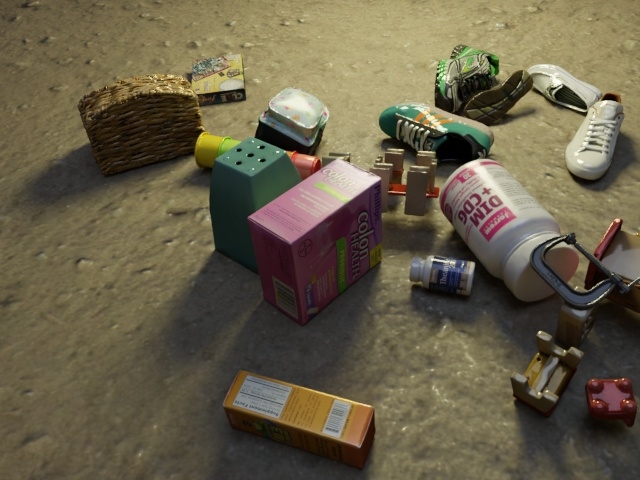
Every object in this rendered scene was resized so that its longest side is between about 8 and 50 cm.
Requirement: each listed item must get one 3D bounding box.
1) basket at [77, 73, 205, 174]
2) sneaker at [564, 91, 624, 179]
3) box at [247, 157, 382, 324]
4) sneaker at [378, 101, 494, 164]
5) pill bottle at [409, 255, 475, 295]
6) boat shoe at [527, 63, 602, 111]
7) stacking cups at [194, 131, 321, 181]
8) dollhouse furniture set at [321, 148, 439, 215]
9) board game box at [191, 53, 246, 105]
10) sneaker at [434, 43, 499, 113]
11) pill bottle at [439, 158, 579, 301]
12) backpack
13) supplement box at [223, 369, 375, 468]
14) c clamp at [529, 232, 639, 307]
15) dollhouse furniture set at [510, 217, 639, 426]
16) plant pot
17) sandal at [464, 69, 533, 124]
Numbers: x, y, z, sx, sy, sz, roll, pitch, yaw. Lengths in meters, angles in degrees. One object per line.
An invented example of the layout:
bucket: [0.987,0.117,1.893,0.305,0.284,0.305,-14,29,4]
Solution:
basket: [-0.482,-0.346,1.582,0.299,0.214,0.223,-17,44,-13]
sneaker: [0.669,-0.266,1.440,0.105,0.123,0.290,17,48,20]
box: [0.000,0.000,1.147,0.117,0.214,0.243,30,52,33]
sneaker: [0.275,-0.265,1.490,0.302,0.108,0.121,18,43,22]
pill bottle: [0.238,0.066,1.158,0.120,0.067,0.067,9,44,16]
boat shoe: [0.663,-0.425,1.644,0.075,0.083,0.226,-34,50,-30]
stacking cups: [-0.153,-0.208,1.486,0.316,0.096,0.096,9,44,15]
dollhouse furniture set: [0.132,-0.117,1.311,0.259,0.135,0.262,6,18,12]
board game box: [-0.323,-0.511,1.876,0.165,0.042,0.243,-8,42,-3]
sneaker: [0.413,-0.459,1.667,0.146,0.134,0.343,14,45,25]
pill bottle: [0.367,-0.024,1.173,0.160,0.160,0.283,-15,43,-11]
backpack: [-0.066,-0.311,1.544,0.165,0.144,0.188,26,41,3]
supplement box: [-0.034,0.281,0.942,0.233,0.078,0.080,12,48,20]
c clamp: [0.440,0.044,0.988,0.137,0.022,0.161,-41,57,-4]
dollhouse furniture set: [0.502,0.164,0.994,0.201,0.152,0.374,29,69,31]
plant pot: [-0.128,-0.080,1.234,0.165,0.234,0.165,27,51,30]
sandal: [0.486,-0.389,1.626,0.219,0.060,0.090,-40,93,-10]
